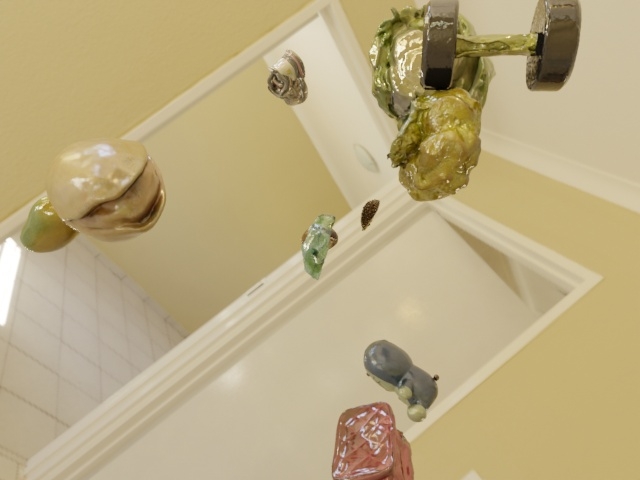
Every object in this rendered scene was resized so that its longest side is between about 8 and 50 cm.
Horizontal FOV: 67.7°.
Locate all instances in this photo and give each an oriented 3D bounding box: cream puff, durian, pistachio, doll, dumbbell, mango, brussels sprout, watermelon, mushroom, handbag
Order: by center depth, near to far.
[{"bbox_3d":[-0.362,-0.093,0.811,0.293,0.181,0.162,26,-24,53],"label":"pistachio"},{"bbox_3d":[0.109,0.456,0.992,0.225,0.146,0.136,-71,139,-70],"label":"handbag"},{"bbox_3d":[0.399,-0.450,1.096,0.203,0.322,0.204,5,90,-77],"label":"dumbbell"},{"bbox_3d":[0.258,-0.227,1.142,0.282,0.185,0.282,-172,-90,-80],"label":"cream puff"},{"bbox_3d":[-0.018,0.018,1.325,0.070,0.187,0.139,16,-15,-4],"label":"watermelon"},{"bbox_3d":[0.347,-0.487,1.459,0.361,0.342,0.426,-1,67,-59],"label":"brussels sprout"},{"bbox_3d":[0.239,0.420,1.467,0.258,0.154,0.228,33,-1,19],"label":"doll"},{"bbox_3d":[-0.857,-0.042,1.518,0.156,0.251,0.114,36,23,-31],"label":"mango"},{"bbox_3d":[0.000,0.000,1.524,0.127,0.127,0.087,67,9,-71],"label":"mushroom"},{"bbox_3d":[0.172,-0.097,1.708,0.052,0.131,0.066,27,-10,8],"label":"durian"}]

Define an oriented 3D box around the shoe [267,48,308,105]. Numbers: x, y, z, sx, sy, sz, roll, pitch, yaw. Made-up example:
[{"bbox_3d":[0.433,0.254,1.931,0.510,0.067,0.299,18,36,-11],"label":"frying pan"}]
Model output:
[{"bbox_3d":[-0.095,-0.430,1.318,0.089,0.092,0.180,44,-21,19],"label":"shoe"}]
